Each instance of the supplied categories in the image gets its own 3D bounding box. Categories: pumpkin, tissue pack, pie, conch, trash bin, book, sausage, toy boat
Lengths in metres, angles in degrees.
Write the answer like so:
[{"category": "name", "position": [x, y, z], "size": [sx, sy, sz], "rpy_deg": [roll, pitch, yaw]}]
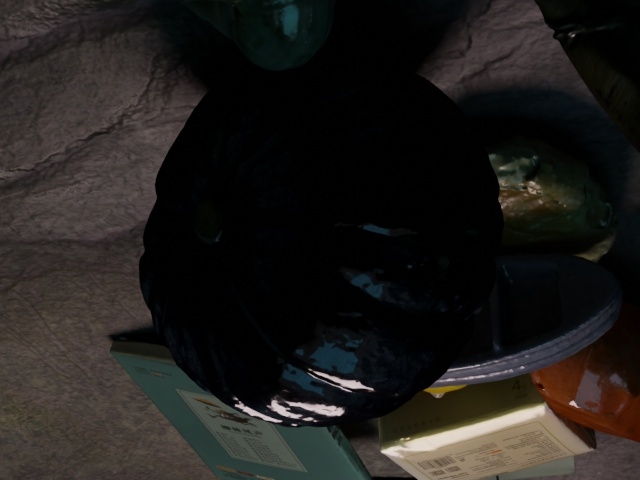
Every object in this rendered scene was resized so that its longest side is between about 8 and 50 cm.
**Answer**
[{"category": "pumpkin", "position": [0.000, 0.000, 1.544], "size": [0.266, 0.363, 0.363], "rpy_deg": [15, 146, -42]}, {"category": "tissue pack", "position": [0.205, 0.216, 2.073], "size": [0.234, 0.125, 0.159], "rpy_deg": [-20, 142, 25]}, {"category": "pie", "position": [0.177, -0.014, 1.778], "size": [0.306, 0.071, 0.306], "rpy_deg": [2, 147, 1]}, {"category": "conch", "position": [-0.068, -0.224, 1.427], "size": [0.188, 0.122, 0.176], "rpy_deg": [31, 156, -34]}, {"category": "trash bin", "position": [0.275, 0.279, 2.226], "size": [0.130, 0.059, 0.116], "rpy_deg": [-6, 148, 7]}, {"category": "book", "position": [-0.087, 0.242, 2.133], "size": [0.264, 0.031, 0.379], "rpy_deg": [7, 150, 24]}, {"category": "sausage", "position": [0.330, 0.145, 1.912], "size": [0.153, 0.141, 0.268], "rpy_deg": [16, 170, 31]}, {"category": "toy boat", "position": [0.186, 0.083, 1.748], "size": [0.283, 0.127, 0.078], "rpy_deg": [-13, 145, 21]}]

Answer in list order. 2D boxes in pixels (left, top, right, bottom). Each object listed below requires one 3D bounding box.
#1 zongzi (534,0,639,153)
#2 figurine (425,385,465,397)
[{"category": "zongzi", "position": [0.349, -0.142, 1.465], "size": [0.383, 0.319, 0.362], "rpy_deg": [-8, 148, -21]}, {"category": "figurine", "position": [0.109, 0.142, 1.976], "size": [0.234, 0.127, 0.185], "rpy_deg": [-13, 150, 2]}]
